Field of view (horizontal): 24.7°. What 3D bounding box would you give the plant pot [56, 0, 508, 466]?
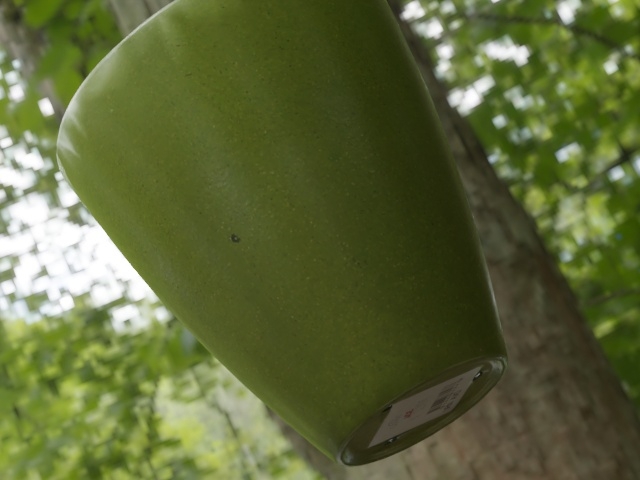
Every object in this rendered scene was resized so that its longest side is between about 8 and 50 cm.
[{"bbox_3d":[0.000,0.000,1.035,0.275,0.293,0.275,-27,-23,-13],"label":"plant pot"}]
